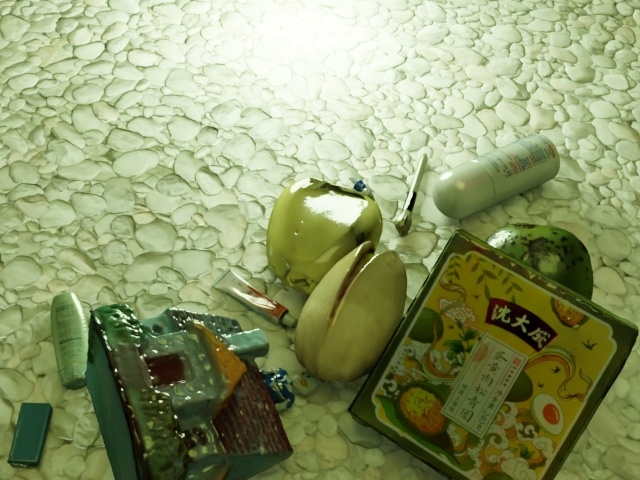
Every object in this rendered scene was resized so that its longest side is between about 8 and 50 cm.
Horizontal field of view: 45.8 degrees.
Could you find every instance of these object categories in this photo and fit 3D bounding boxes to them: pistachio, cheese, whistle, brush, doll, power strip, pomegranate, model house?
[{"bbox_3d":[0.066,0.143,1.541,0.194,0.214,0.318,15,64,21],"label":"pistachio"},{"bbox_3d":[0.000,0.000,1.720,0.260,0.128,0.315,10,44,10],"label":"cheese"},{"bbox_3d":[0.102,-0.132,1.894,0.083,0.029,0.033,46,23,20],"label":"whistle"},{"bbox_3d":[0.234,-0.127,1.897,0.039,0.042,0.299,-12,40,35],"label":"brush"},{"bbox_3d":[-0.100,0.296,1.511,0.227,0.057,0.114,-14,50,-13],"label":"doll"},{"bbox_3d":[-0.541,0.364,1.416,0.056,0.032,0.123,3,52,-4],"label":"power strip"},{"bbox_3d":[0.454,0.089,1.642,0.285,0.285,0.341,29,21,16],"label":"pomegranate"},{"bbox_3d":[-0.212,0.291,1.364,0.339,0.297,0.360,-9,52,-28],"label":"model house"}]

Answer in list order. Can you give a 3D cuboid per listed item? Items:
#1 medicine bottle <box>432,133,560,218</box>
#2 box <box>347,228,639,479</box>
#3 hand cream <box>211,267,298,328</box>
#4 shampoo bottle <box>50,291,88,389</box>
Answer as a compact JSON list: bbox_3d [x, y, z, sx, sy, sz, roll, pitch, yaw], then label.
[{"bbox_3d":[0.429,-0.155,1.885,0.341,0.130,0.130,-23,58,-24],"label":"medicine bottle"},{"bbox_3d":[0.314,0.246,1.412,0.373,0.138,0.420,31,94,17],"label":"box"},{"bbox_3d":[-0.138,0.129,1.657,0.216,0.038,0.052,30,27,21],"label":"hand cream"},{"bbox_3d":[-0.506,0.201,1.540,0.072,0.049,0.212,-9,53,-15],"label":"shampoo bottle"}]
